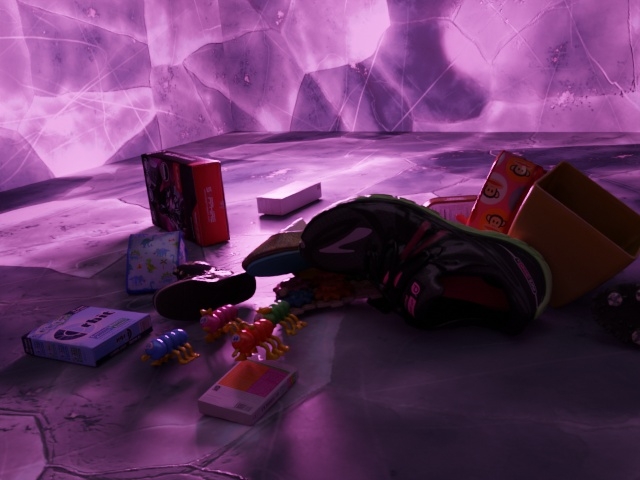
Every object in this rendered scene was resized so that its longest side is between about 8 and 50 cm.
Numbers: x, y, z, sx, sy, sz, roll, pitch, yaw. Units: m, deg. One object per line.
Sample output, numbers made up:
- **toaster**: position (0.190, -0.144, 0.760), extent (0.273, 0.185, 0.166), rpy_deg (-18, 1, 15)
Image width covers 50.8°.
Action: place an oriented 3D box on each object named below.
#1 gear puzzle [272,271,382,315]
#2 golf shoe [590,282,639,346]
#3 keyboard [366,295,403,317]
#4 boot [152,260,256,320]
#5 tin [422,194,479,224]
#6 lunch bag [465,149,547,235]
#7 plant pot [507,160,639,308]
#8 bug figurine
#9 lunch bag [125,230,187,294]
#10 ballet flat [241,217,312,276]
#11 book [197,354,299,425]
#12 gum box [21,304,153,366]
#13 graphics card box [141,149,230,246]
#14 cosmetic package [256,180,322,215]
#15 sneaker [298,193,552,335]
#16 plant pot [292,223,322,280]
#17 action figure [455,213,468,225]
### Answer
- **gear puzzle**: position (0.068, 0.080, 1.398), extent (0.339, 0.044, 0.175), rpy_deg (-11, 15, -3)
- **golf shoe**: position (0.588, 0.127, 1.113), extent (0.273, 0.105, 0.120), rpy_deg (6, 4, 16)
- **keyboard**: position (0.152, 0.118, 1.355), extent (0.108, 0.023, 0.180), rpy_deg (-12, 18, -21)
- **boot**: position (-0.278, 0.102, 1.432), extent (0.236, 0.085, 0.179), rpy_deg (-12, 15, -41)
- **tin**: position (0.348, -0.061, 1.734), extent (0.190, 0.106, 0.040), rpy_deg (-4, 17, 6)
- **lunch bag**: position (0.395, -0.060, 1.488), extent (0.120, 0.258, 0.293), rpy_deg (27, 13, 15)
- **plant pot**: position (0.468, 0.002, 1.287), extent (0.212, 0.187, 0.212), rpy_deg (41, 35, 15)
- **bug figurine**: position (-0.162, 0.155, 1.159), extent (0.279, 0.072, 0.216), rpy_deg (-10, 8, 30)
- **lunch bag**: position (-0.385, 0.060, 1.586), extent (0.129, 0.096, 0.151), rpy_deg (-6, 46, -1)
- **ballet flat**: position (0.000, 0.000, 1.445), extent (0.349, 0.123, 0.123), rpy_deg (-8, 17, -7)
- **book**: position (-0.109, 0.231, 1.053), extent (0.096, 0.035, 0.144), rpy_deg (7, 21, 27)
- **gum box**: position (-0.447, 0.179, 1.300), extent (0.184, 0.041, 0.157), rpy_deg (3, 19, 27)
- **graphics card box**: position (-0.401, -0.133, 1.974), extent (0.094, 0.232, 0.371), rpy_deg (-17, 21, -32)
- **cosmetic package**: position (-0.098, -0.140, 2.195), extent (0.099, 0.060, 0.239), rpy_deg (8, 21, 31)
- **sneaker**: position (0.174, 0.047, 1.239), extent (0.483, 0.185, 0.202), rpy_deg (12, 34, 20)
- **plant pot**: position (-0.020, 0.033, 1.537), extent (0.134, 0.134, 0.095), rpy_deg (-7, -6, -7)
- **action figure**: position (0.265, -0.003, 1.553), extent (0.139, 0.091, 0.280), rpy_deg (27, 23, 7)
